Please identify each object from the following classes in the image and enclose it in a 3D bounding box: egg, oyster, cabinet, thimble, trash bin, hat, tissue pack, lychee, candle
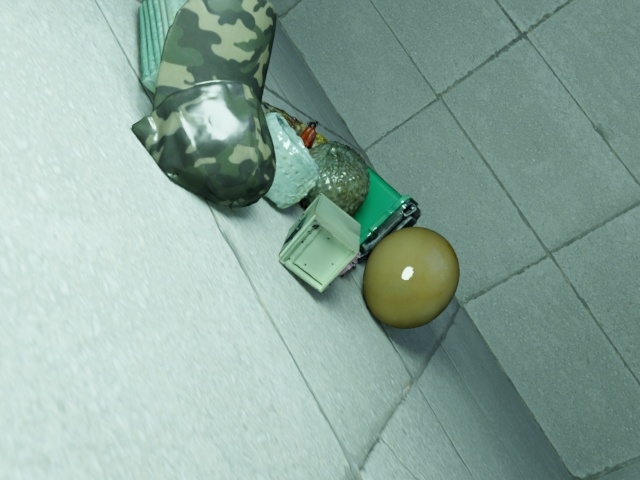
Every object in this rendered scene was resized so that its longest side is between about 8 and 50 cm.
[{"bbox_3d":[0.291,0.118,1.583,0.301,0.301,0.374,54,40,-8],"label":"egg"},{"bbox_3d":[-0.114,-0.421,1.863,0.271,0.100,0.275,8,53,-48],"label":"oyster"},{"bbox_3d":[0.000,0.000,1.250,0.150,0.145,0.206,39,20,-9],"label":"cabinet"},{"bbox_3d":[-0.113,-0.221,1.355,0.250,0.172,0.205,56,15,8],"label":"thimble"},{"bbox_3d":[0.148,-0.140,1.809,0.381,0.295,0.259,48,12,16],"label":"trash bin"},{"bbox_3d":[-0.165,-0.281,1.002,0.257,0.381,0.366,47,33,20],"label":"hat"},{"bbox_3d":[-0.315,-0.447,1.241,0.287,0.162,0.388,42,21,-47],"label":"tissue pack"},{"bbox_3d":[0.038,-0.188,1.590,0.274,0.255,0.255,91,-18,-51],"label":"lychee"},{"bbox_3d":[-0.059,-0.346,1.771,0.084,0.059,0.301,34,50,-12],"label":"candle"}]

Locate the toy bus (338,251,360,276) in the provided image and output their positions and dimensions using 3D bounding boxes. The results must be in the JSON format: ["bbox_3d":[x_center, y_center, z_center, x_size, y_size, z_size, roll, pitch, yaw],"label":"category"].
[{"bbox_3d":[0.077,0.052,1.557,0.090,0.063,0.203,55,18,-1],"label":"toy bus"}]

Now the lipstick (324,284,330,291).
[{"bbox_3d":[0.004,0.088,1.339,0.030,0.030,0.129,47,19,-28],"label":"lipstick"}]

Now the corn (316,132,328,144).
[{"bbox_3d":[0.027,-0.386,2.196,0.313,0.102,0.102,35,26,-59],"label":"corn"}]
